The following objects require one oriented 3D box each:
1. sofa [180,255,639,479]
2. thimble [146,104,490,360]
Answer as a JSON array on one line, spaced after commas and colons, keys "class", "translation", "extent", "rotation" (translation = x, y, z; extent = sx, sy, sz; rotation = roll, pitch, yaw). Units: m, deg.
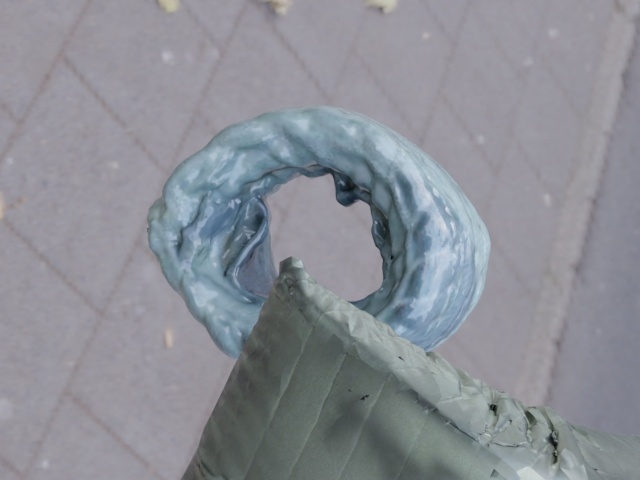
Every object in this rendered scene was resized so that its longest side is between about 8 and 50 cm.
[{"class": "sofa", "translation": [0.059, 0.150, 0.654], "extent": [0.225, 0.176, 0.210], "rotation": [14, 106, -41]}, {"class": "thimble", "translation": [0.000, 0.000, 1.111], "extent": [0.172, 0.250, 0.204], "rotation": [1, 100, -70]}]
